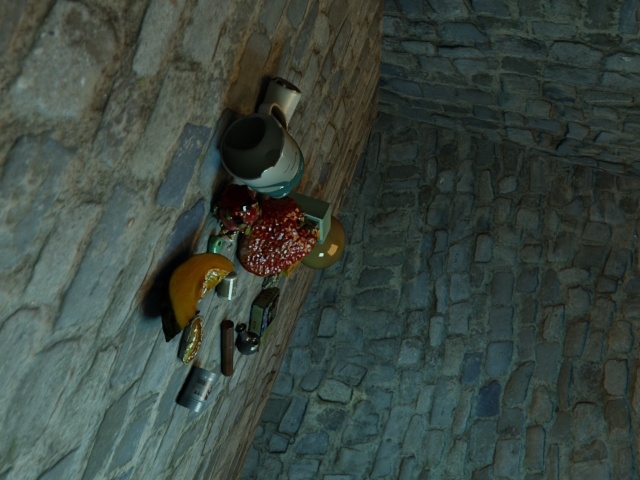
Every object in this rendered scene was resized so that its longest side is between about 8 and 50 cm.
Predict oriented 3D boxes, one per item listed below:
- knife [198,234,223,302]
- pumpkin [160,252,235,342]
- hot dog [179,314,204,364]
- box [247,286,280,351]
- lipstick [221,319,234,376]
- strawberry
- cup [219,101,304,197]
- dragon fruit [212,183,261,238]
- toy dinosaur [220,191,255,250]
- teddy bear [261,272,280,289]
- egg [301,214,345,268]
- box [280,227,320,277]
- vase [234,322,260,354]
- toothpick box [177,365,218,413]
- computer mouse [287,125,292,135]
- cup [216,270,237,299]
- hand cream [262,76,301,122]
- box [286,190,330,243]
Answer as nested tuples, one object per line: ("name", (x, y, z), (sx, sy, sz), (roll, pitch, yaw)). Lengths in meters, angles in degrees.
("knife", (-0.398, 0.105, 1.593), (0.261, 0.034, 0.063), (-70, 166, 10))
("pumpkin", (-0.420, 0.154, 1.399), (0.169, 0.148, 0.312), (-28, -163, 39))
("hot dog", (-0.458, 0.356, 1.636), (0.099, 0.053, 0.192), (-6, 111, -74))
("box", (-0.305, 0.415, 2.434), (0.198, 0.084, 0.310), (-54, 159, -57))
("lipstick", (-0.419, 0.493, 2.062), (0.057, 0.057, 0.357), (-59, 164, -50))
("strawberry", (-0.200, -0.013, 1.901), (0.351, 0.267, 0.312), (-43, 132, -2))
("cup", (-0.170, -0.298, 1.486), (0.257, 0.219, 0.290), (33, 64, -70))
("dragon fruit", (-0.279, -0.091, 1.536), (0.172, 0.160, 0.167), (94, -5, -53))
("toy dinosaur", (-0.302, -0.075, 1.691), (0.242, 0.053, 0.167), (-64, 163, 4))
("teddy bear", (-0.244, 0.182, 2.360), (0.119, 0.077, 0.161), (-5, 111, -56))
("egg", (0.000, 0.000, 2.691), (0.374, 0.300, 0.301), (-61, 165, -45))
("box", (-0.146, 0.020, 2.184), (0.274, 0.174, 0.076), (-52, 161, -26))
("vase", (-0.362, 0.473, 2.215), (0.183, 0.120, 0.120), (74, 32, -41))
("toothpick box", (-0.478, 0.583, 1.787), (0.101, 0.101, 0.153), (84, 26, -65))
("computer mouse", (-0.152, -0.432, 1.905), (0.096, 0.039, 0.066), (-66, 170, 11))
("cup", (-0.354, 0.164, 1.779), (0.102, 0.074, 0.099), (-51, 156, -63))
("hand cream", (-0.185, -0.400, 1.650), (0.359, 0.118, 0.185), (-64, 174, 22))
("box", (-0.073, -0.114, 2.336), (0.225, 0.224, 0.118), (88, 24, -58))
